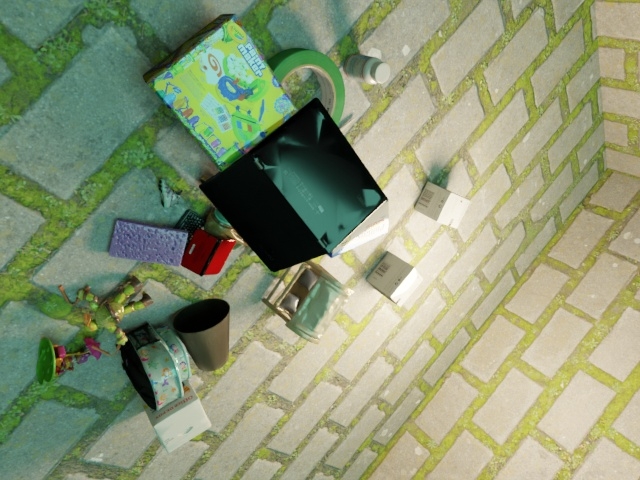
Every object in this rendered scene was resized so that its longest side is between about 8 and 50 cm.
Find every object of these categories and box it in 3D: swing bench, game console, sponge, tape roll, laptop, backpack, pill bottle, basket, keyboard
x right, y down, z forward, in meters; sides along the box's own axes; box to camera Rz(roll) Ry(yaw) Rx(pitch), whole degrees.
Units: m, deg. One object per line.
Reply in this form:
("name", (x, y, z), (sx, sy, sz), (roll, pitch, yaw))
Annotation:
("swing bench", (-0.049, 0.223, 1.757), (0.165, 0.254, 0.253), (33, 91, -45))
("game console", (-0.367, 0.038, 1.462), (0.124, 0.085, 0.144), (29, 105, -5))
("sponge", (-0.523, 0.008, 1.366), (0.210, 0.031, 0.117), (12, 106, -24))
("tape roll", (-0.066, -0.460, 1.476), (0.321, 0.077, 0.321), (-19, 125, -30))
("laptop", (-0.085, -0.149, 1.391), (0.408, 0.236, 0.382), (-42, 110, -11))
("backpack", (-0.537, 0.419, 1.475), (0.191, 0.253, 0.225), (-17, 123, -31))
("pill bottle", (0.160, -0.584, 1.528), (0.087, 0.160, 0.087), (-20, 126, -30))
("basket", (-0.409, 0.350, 1.618), (0.204, 0.154, 0.227), (-23, 130, -26))
("keyboard", (-0.444, -0.005, 1.469), (0.180, 0.023, 0.108), (-53, 135, 0))

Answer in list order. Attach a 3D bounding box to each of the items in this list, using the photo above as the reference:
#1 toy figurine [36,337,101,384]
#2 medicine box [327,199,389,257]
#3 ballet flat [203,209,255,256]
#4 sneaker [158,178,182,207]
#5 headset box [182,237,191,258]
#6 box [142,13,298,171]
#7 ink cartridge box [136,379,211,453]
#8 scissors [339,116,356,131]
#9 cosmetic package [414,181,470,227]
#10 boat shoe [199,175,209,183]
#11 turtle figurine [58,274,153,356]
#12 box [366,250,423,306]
("toy figurine", (-0.763, 0.363, 1.374), (0.159, 0.130, 0.173), (-1, 137, -49))
("medicine box", (0.060, -0.099, 1.635), (0.263, 0.289, 0.149), (-24, 127, -27))
("ballet flat", (-0.261, -0.007, 1.568), (0.342, 0.116, 0.124), (17, 123, -43))
("sneaker", (-0.455, -0.151, 1.368), (0.069, 0.038, 0.098), (-20, 135, -31))
("headset box", (-0.445, 0.020, 1.444), (0.062, 0.032, 0.083), (-48, 127, -5))
("box", (-0.269, -0.401, 1.218), (0.279, 0.177, 0.290), (-39, 124, -3))
("ink cartridge box", (-0.527, 0.584, 1.592), (0.171, 0.232, 0.168), (-28, 129, -25))
("scissors", (0.020, -0.366, 1.638), (0.297, 0.021, 0.109), (-52, 133, -1))
("cosmetic package", (0.575, -0.166, 2.112), (0.183, 0.151, 0.151), (11, 108, -42))
("boat shoe", (-0.331, -0.176, 1.448), (0.135, 0.050, 0.045), (38, 76, -46))
("turtle figurine", (-0.640, 0.203, 1.365), (0.217, 0.087, 0.270), (-40, 109, -30))
("box", (0.348, 0.181, 2.107), (0.181, 0.182, 0.119), (-50, 134, -5))
